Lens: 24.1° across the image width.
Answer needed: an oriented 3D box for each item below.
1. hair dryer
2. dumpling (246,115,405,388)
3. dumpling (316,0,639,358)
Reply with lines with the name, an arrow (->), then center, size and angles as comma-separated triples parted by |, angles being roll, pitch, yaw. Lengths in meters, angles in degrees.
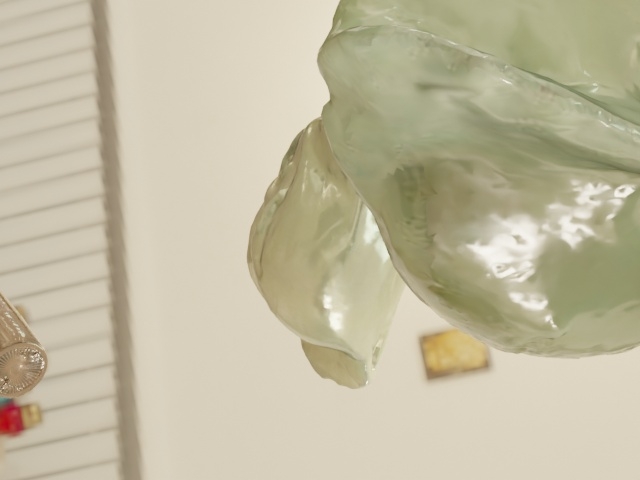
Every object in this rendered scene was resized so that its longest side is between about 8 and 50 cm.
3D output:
hair dryer -> -0.327, 0.136, 1.370 | 0.064, 0.181, 0.117 | 18, 18, -45
dumpling -> 0.000, 0.000, 1.126 | 0.151, 0.124, 0.229 | 41, -46, 41
dumpling -> 0.131, -0.046, 0.662 | 0.212, 0.270, 0.320 | -58, 180, 42
